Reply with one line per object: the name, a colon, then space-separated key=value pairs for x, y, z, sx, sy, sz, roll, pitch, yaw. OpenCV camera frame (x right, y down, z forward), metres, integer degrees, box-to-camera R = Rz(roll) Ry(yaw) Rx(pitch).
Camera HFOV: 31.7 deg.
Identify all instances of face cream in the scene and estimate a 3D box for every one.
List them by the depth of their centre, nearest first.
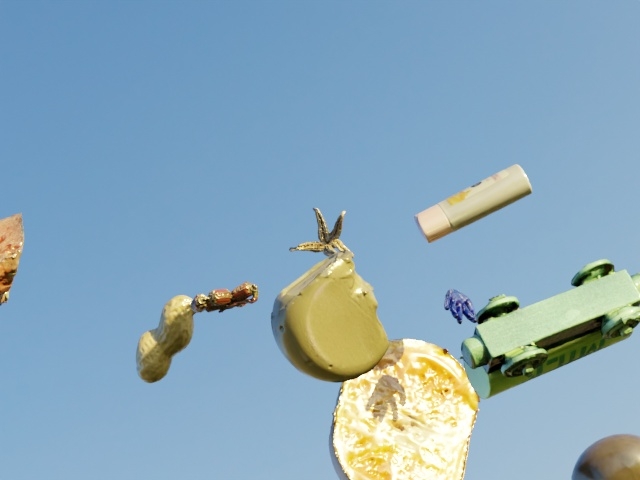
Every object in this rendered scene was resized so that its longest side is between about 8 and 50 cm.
face cream: x=0.255 y=-0.062 z=1.897 sx=0.198 sy=0.057 sz=0.084 roll=-26 pitch=13 yaw=0

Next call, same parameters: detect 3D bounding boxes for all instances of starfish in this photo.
starfish: x=0.002 y=0.000 z=2.184 sx=0.130 sy=0.133 sz=0.041 roll=-21 pitch=-31 yaw=23

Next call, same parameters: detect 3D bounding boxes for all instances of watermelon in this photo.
watermelon: x=-0.573 y=0.059 z=1.827 sx=0.256 sy=0.193 sz=0.140 roll=-34 pitch=-41 yaw=-9

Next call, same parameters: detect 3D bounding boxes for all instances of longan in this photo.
longan: x=0.539 y=0.433 z=1.971 sx=0.198 sy=0.198 sz=0.212 roll=-42 pitch=-46 yaw=19

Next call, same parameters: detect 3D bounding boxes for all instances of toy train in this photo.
toy train: x=0.288 y=0.116 z=1.399 sx=0.253 sy=0.105 sz=0.157 roll=-21 pitch=-27 yaw=-13

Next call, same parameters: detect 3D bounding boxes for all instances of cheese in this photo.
cheese: x=0.019 y=0.129 z=1.700 sx=0.175 sy=0.091 sz=0.202 roll=-43 pitch=-62 yaw=-15

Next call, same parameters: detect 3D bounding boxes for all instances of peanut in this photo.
peanut: x=-0.292 y=0.186 z=2.128 sx=0.187 sy=0.082 sz=0.082 roll=-54 pitch=-35 yaw=14

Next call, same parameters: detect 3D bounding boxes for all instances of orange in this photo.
orange: x=0.146 y=0.331 z=2.008 sx=0.274 sy=0.274 sz=0.310 roll=17 pitch=-95 yaw=-53

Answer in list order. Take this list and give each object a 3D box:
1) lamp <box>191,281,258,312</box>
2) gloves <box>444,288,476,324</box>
lamp: x=-0.128 y=0.078 z=1.475 sx=0.083 sy=0.031 sz=0.063 roll=-5 pitch=-19 yaw=-23
gloves: x=0.238 y=0.114 z=1.908 sx=0.064 sy=0.086 sz=0.026 roll=28 pitch=-66 yaw=-7
